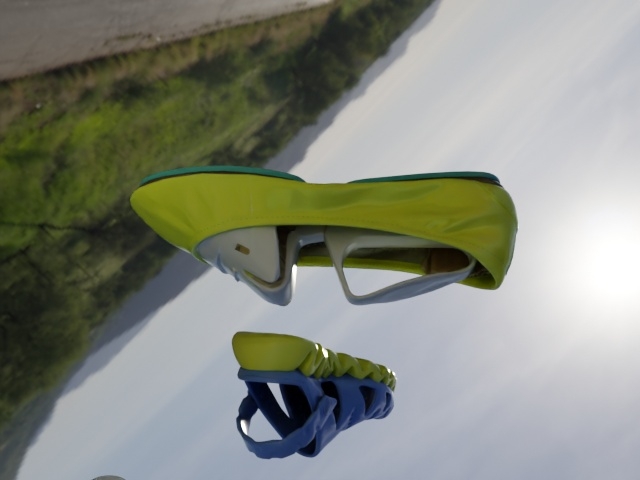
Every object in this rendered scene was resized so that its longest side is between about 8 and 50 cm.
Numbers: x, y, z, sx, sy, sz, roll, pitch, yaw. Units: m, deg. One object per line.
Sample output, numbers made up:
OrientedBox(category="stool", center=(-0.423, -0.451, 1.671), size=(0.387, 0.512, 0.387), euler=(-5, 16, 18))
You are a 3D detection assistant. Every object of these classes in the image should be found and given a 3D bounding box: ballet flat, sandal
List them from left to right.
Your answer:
OrientedBox(category="sandal", center=(-0.010, 0.197, 1.034), size=(0.126, 0.317, 0.138), euler=(1, -104, 34))
OrientedBox(category="ballet flat", center=(0.000, 0.000, 0.494), size=(0.077, 0.231, 0.077), euler=(86, 5, -66))

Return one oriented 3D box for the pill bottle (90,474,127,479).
OrientedBox(category="pill bottle", center=(-0.186, 0.264, 0.743), size=(0.067, 0.067, 0.120), euler=(-54, 158, -52))
